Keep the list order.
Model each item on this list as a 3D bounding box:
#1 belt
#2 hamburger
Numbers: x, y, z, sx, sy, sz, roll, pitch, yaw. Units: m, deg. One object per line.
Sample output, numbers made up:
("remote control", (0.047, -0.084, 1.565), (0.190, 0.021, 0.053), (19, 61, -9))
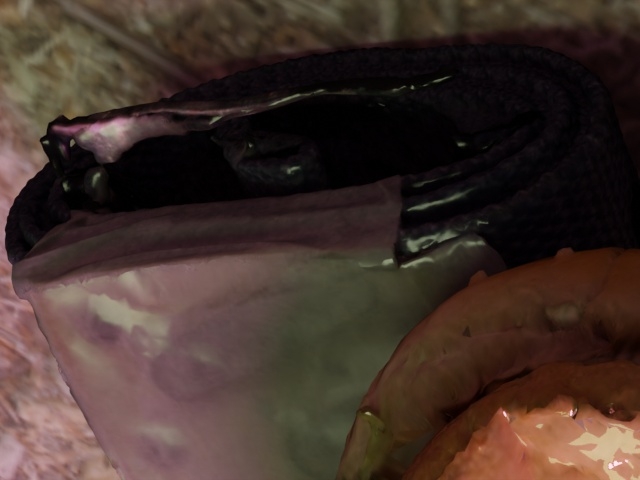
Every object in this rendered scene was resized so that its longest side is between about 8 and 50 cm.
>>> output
("belt", (0.000, 0.000, 0.629), (0.230, 0.140, 0.126), (-6, 127, 28))
("hamburger", (0.130, 0.126, 0.519), (0.243, 0.146, 0.286), (-38, 102, 29))
